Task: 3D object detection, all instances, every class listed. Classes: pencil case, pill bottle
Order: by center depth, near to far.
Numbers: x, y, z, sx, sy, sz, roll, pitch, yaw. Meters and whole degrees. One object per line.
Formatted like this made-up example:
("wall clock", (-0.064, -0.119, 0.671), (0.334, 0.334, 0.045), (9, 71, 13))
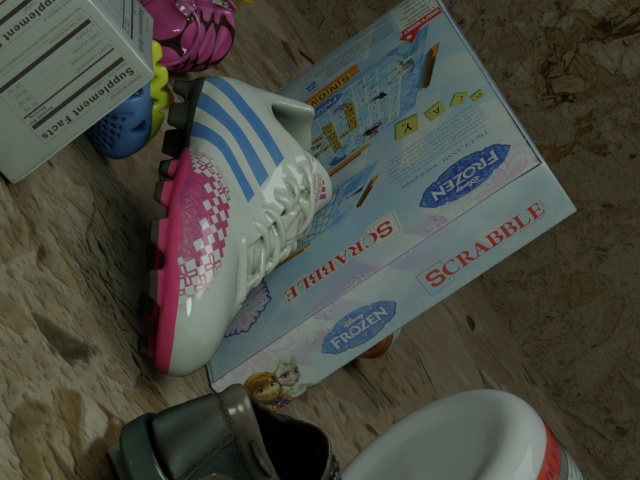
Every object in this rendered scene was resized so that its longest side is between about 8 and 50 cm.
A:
("pill bottle", (0.171, 0.309, 1.098), (0.363, 0.210, 0.210), (51, 11, -17))
("pencil case", (-0.158, -0.247, 1.659), (0.095, 0.098, 0.209), (55, 11, -3))

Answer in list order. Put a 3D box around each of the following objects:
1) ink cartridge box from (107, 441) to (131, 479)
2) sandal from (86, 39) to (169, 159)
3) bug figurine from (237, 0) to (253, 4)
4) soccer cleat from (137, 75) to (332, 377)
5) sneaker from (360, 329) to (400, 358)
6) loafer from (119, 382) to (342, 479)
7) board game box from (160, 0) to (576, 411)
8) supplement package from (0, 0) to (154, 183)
("ink cartridge box", (-0.086, 0.162, 0.911), (0.063, 0.029, 0.115), (61, 12, 27))
("sandal", (-0.233, -0.198, 1.165), (0.126, 0.138, 0.317), (12, -46, 49))
("bug figurine", (-0.186, -0.321, 1.535), (0.216, 0.072, 0.279), (19, 8, 24))
("soccer cleat", (-0.060, -0.023, 1.112), (0.143, 0.116, 0.331), (9, 39, -6))
("sneaker", (0.000, 0.000, 1.568), (0.290, 0.106, 0.123), (56, 8, -1))
("loafer", (-0.026, 0.149, 0.902), (0.096, 0.084, 0.267), (62, 12, 25))
("board game box", (0.023, -0.043, 1.236), (0.066, 0.318, 0.318), (48, 14, -36))
("supplement package", (-0.243, -0.187, 1.003), (0.244, 0.134, 0.139), (50, 12, -24))
